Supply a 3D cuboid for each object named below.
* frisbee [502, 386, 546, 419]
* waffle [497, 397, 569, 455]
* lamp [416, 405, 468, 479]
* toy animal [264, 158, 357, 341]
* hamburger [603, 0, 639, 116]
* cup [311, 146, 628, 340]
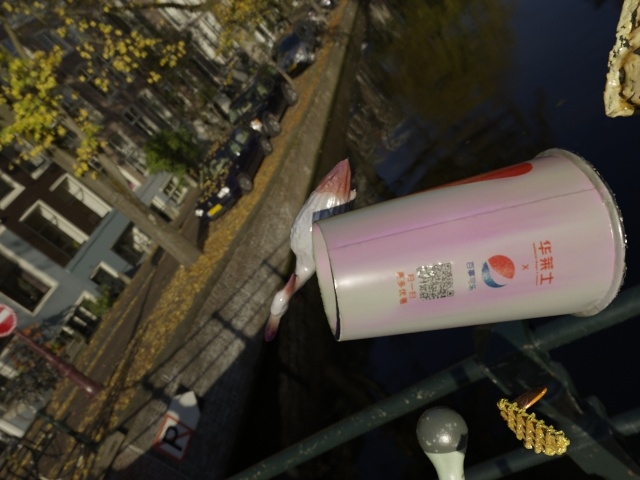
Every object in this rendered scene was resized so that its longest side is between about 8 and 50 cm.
[{"bbox_3d":[0.731,0.580,1.861,0.192,0.035,0.192,-33,-18,-12],"label":"frisbee"},{"bbox_3d":[0.579,0.506,1.400,0.046,0.161,0.192,-27,-3,-25],"label":"waffle"},{"bbox_3d":[0.455,0.745,1.831,0.181,0.314,0.182,-20,5,2],"label":"lamp"},{"bbox_3d":[-0.005,0.000,0.849,0.195,0.090,0.324,94,-160,-60],"label":"toy animal"},{"bbox_3d":[0.444,-0.253,0.622,0.124,0.130,0.262,24,102,62],"label":"hamburger"},{"bbox_3d":[0.144,0.016,0.575,0.288,0.203,0.203,-11,22,-8],"label":"cup"}]
